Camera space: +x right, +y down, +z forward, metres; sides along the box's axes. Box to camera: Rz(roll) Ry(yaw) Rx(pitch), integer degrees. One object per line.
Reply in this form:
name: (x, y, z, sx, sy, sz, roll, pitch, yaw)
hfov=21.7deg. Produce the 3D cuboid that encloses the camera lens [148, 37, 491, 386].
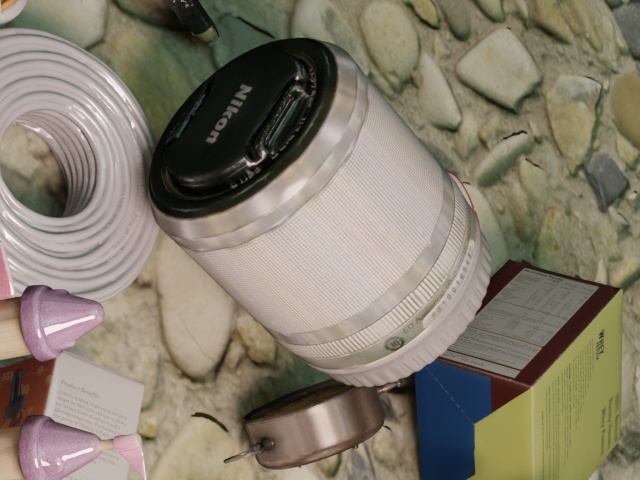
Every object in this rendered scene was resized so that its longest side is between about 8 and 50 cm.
camera lens: (-0.001, -0.026, 1.478, 0.274, 0.219, 0.219, 47, 49, -34)

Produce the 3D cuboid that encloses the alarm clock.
alarm clock: (-0.017, 0.177, 1.558, 0.192, 0.129, 0.064, -18, 91, -44)

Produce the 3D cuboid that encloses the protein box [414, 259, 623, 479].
protein box: (0.208, 0.162, 1.724, 0.201, 0.136, 0.200, -39, 134, -44)

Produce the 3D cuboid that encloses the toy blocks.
toy blocks: (-0.270, 0.051, 1.186, 0.309, 0.260, 0.289, -38, 115, -75)

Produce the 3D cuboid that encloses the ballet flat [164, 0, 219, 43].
ballet flat: (-0.166, -0.248, 1.623, 0.173, 0.057, 0.049, 40, 93, -27)

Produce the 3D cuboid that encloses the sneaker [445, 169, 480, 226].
sneaker: (0.098, 0.022, 1.754, 0.128, 0.087, 0.221, 12, 67, -43)

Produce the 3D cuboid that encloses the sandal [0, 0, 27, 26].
sandal: (-0.346, -0.219, 1.382, 0.102, 0.076, 0.265, 42, 39, 24)

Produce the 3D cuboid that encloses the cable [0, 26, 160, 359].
cable: (-0.251, -0.056, 1.436, 0.257, 0.089, 0.257, 44, 51, -25)

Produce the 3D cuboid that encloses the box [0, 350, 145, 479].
box: (-0.228, 0.190, 1.349, 0.091, 0.130, 0.171, 27, 58, -35)
